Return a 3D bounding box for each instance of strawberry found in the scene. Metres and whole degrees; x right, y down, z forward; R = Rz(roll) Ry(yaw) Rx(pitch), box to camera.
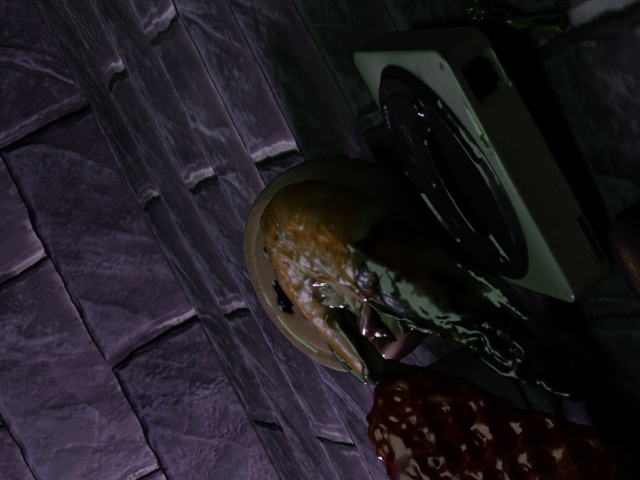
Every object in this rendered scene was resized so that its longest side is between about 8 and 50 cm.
[{"bbox_3d":[0.182,0.265,1.542,0.336,0.149,0.265,31,158,-5],"label":"strawberry"}]

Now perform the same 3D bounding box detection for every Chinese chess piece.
[{"bbox_3d":[0.027,0.028,1.793,0.257,0.104,0.257,26,132,33],"label":"Chinese chess piece"}]

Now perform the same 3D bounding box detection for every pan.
[{"bbox_3d":[0.295,0.037,1.228,0.115,0.040,0.212,63,166,-23],"label":"pan"}]

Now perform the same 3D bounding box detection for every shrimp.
[{"bbox_3d":[0.096,0.092,1.609,0.445,0.085,0.272,26,138,40],"label":"shrimp"}]

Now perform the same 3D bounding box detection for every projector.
[{"bbox_3d":[0.137,-0.071,1.433,0.257,0.079,0.259,60,170,-14],"label":"projector"}]

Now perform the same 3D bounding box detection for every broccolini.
[{"bbox_3d":[0.165,-0.189,1.296,0.140,0.030,0.035,13,93,64],"label":"broccolini"}]

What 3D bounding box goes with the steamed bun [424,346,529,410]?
[{"bbox_3d":[0.170,0.253,1.792,0.241,0.146,0.164,64,159,-4],"label":"steamed bun"}]
